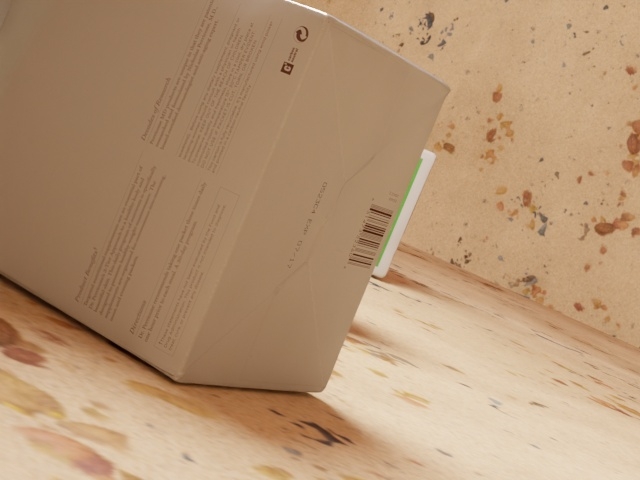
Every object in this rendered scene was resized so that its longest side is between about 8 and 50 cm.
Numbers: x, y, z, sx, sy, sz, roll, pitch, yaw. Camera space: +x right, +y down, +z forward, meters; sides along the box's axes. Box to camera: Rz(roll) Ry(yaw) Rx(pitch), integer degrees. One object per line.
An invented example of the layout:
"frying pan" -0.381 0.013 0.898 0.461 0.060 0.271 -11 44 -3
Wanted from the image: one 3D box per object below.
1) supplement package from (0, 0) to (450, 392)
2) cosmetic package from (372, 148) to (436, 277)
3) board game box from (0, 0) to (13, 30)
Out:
"supplement package" -0.074 -0.046 0.710 0.203 0.194 0.149 26 4 31
"cosmetic package" -0.048 -0.108 1.776 0.365 0.197 0.155 21 5 -7
"board game box" -0.244 -0.203 0.751 0.390 0.050 0.390 2 -8 13
